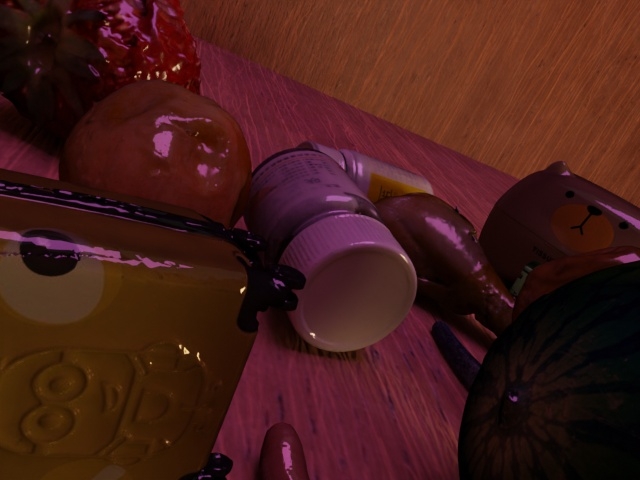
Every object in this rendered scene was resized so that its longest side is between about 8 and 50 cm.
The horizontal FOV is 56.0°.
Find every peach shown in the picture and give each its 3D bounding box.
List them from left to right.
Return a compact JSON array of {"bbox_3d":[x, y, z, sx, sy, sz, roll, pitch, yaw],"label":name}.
[{"bbox_3d":[-0.188,-0.061,0.670,0.214,0.214,0.235,23,38,-10],"label":"peach"}]

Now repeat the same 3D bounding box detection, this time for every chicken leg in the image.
[{"bbox_3d":[0.231,0.074,0.940,0.201,0.152,0.429,-17,53,-44],"label":"chicken leg"}]

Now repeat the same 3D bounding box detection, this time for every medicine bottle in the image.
[{"bbox_3d":[0.000,0.000,0.768,0.165,0.165,0.273,16,22,-26],"label":"medicine bottle"},{"bbox_3d":[0.068,-0.086,1.096,0.258,0.143,0.143,16,23,-27],"label":"medicine bottle"}]

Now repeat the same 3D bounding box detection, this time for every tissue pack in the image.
[{"bbox_3d":[0.528,0.030,1.189,0.267,0.276,0.387,9,27,-46],"label":"tissue pack"}]

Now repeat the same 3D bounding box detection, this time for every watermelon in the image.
[{"bbox_3d":[0.283,0.173,0.445,0.363,0.363,0.363,23,20,-9],"label":"watermelon"}]

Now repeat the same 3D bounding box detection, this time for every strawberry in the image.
[{"bbox_3d":[-0.306,-0.271,0.907,0.292,0.291,0.310,30,27,9],"label":"strawberry"}]

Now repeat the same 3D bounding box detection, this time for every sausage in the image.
[{"bbox_3d":[-0.005,0.209,0.425,0.043,0.043,0.186,13,25,-33],"label":"sausage"}]

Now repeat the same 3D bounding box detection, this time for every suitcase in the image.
[{"bbox_3d":[-0.155,0.063,0.389,0.235,0.193,0.143,13,16,-34],"label":"suitcase"}]

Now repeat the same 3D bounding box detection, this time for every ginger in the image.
[{"bbox_3d":[0.366,0.110,0.721,0.269,0.200,0.223,1,-12,1],"label":"ginger"}]

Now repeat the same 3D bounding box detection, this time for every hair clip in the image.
[{"bbox_3d":[0.217,0.182,0.763,0.083,0.048,0.275,7,26,-33],"label":"hair clip"}]

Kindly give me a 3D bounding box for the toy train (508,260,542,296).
[{"bbox_3d":[0.403,0.123,1.041,0.170,0.111,0.071,39,28,31],"label":"toy train"}]
